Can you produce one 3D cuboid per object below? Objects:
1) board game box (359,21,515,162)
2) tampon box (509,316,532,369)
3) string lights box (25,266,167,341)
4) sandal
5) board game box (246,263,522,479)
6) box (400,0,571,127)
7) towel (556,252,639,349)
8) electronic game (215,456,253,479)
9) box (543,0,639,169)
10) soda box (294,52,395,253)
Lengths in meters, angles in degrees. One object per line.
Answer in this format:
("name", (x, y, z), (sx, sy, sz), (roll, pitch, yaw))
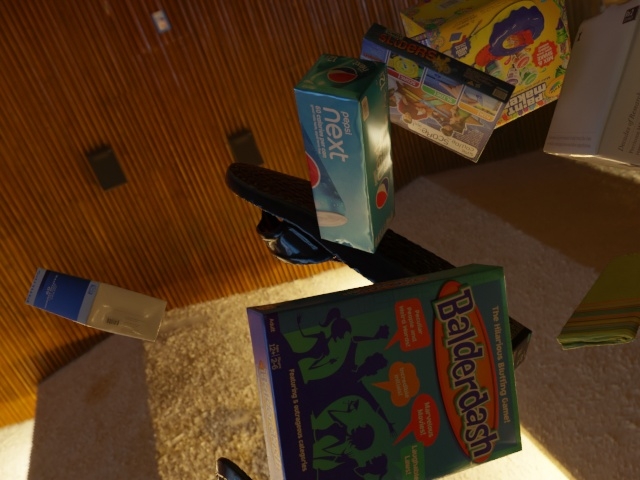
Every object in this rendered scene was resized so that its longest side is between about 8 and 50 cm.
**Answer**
("board game box", (0.144, -0.196, 0.841), (0.201, 0.136, 0.035), (28, -114, 9))
("tampon box", (0.397, 0.264, 1.451), (0.161, 0.120, 0.101), (-34, -128, -28))
("string lights box", (-0.408, 0.113, 1.117), (0.260, 0.133, 0.076), (5, -105, 44))
("sandal", (-0.001, 0.001, 0.878), (0.167, 0.107, 0.446), (3, -156, -46))
("board game box", (0.057, 0.113, 0.495), (0.210, 0.160, 0.047), (-10, -175, -22))
("box", (0.370, -0.417, 1.367), (0.290, 0.279, 0.177), (-26, -143, 1))
("towel", (0.424, 0.077, 0.873), (0.102, 0.021, 0.237), (-15, -164, 48))
("electronic game", (-0.142, 0.549, 1.308), (0.048, 0.229, 0.229), (-38, -148, -28))
("box", (0.376, -0.178, 0.748), (0.119, 0.182, 0.181), (13, -170, -1))
("soda box", (0.032, -0.085, 0.660), (0.071, 0.210, 0.067), (16, -129, 23))
